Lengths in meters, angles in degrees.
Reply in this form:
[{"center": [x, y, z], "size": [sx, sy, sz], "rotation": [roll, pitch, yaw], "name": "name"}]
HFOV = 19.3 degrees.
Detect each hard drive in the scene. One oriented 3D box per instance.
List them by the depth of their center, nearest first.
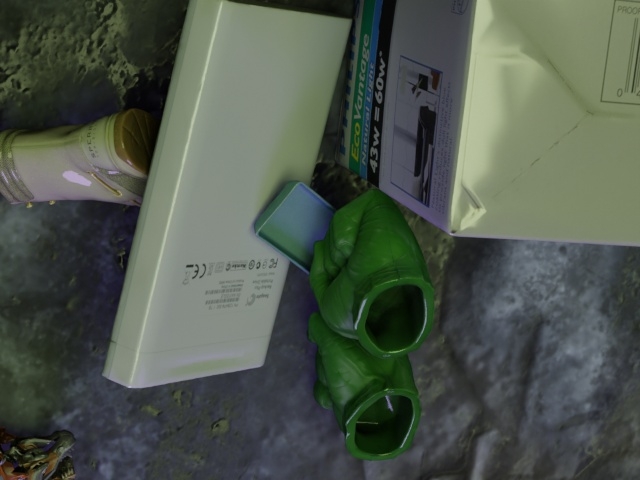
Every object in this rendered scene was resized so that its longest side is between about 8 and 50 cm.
[{"center": [-0.083, -0.046, 1.744], "size": [0.233, 0.047, 0.353], "rotation": [-4, 111, -60], "name": "hard drive"}]

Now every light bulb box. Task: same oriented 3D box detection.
[{"center": [0.234, -0.135, 1.715], "size": [0.358, 0.361, 0.225], "rotation": [4, 101, -16], "name": "light bulb box"}]

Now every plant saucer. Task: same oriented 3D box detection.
[{"center": [0.000, 0.000, 1.817], "size": [0.067, 0.018, 0.192], "rotation": [-51, 145, 1], "name": "plant saucer"}]

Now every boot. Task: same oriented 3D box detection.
[{"center": [-0.203, -0.062, 1.755], "size": [0.165, 0.213, 0.077], "rotation": [-6, 73, 21], "name": "boot"}]

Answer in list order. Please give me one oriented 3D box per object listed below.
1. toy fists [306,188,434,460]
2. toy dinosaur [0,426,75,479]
[{"center": [0.041, 0.078, 1.800], "size": [0.096, 0.142, 0.279], "rotation": [-6, 134, -9], "name": "toy fists"}, {"center": [-0.388, 0.193, 1.748], "size": [0.322, 0.164, 0.218], "rotation": [-12, 125, -34], "name": "toy dinosaur"}]
